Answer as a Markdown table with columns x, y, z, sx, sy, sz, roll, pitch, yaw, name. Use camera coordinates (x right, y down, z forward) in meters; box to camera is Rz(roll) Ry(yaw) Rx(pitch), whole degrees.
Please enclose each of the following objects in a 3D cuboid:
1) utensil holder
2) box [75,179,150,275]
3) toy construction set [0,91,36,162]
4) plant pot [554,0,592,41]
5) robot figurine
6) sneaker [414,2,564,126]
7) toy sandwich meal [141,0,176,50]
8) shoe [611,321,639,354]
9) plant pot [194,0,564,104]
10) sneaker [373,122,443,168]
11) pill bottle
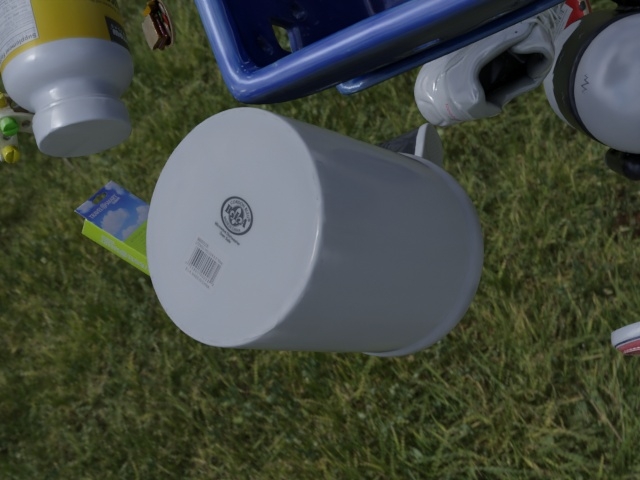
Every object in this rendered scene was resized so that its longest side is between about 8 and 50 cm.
| x | y | z | sx | sy | sz | roll | pitch | yaw | name |
| --- | --- | --- | --- | --- | --- | --- | --- | --- | --- |
| 0.000 | 0.000 | 1.127 | 0.328 | 0.385 | 0.327 | -7 | 79 | 36 | utensil holder |
| -0.304 | -0.016 | 1.311 | 0.178 | 0.042 | 0.109 | 32 | 41 | 3 | box |
| -0.505 | -0.290 | 1.421 | 0.327 | 0.215 | 0.151 | -56 | 51 | 41 | toy construction set |
| 0.354 | -0.361 | 1.357 | 0.191 | 0.191 | 0.174 | -45 | 25 | -11 | plant pot |
| 0.388 | -0.206 | 1.009 | 0.173 | 0.209 | 0.278 | -43 | 11 | 13 | robot figurine |
| 0.201 | -0.200 | 0.780 | 0.232 | 0.090 | 0.115 | -55 | 32 | -5 | sneaker |
| -0.246 | -0.325 | 1.195 | 0.029 | 0.085 | 0.085 | -23 | 43 | -23 | toy sandwich meal |
| 0.392 | 0.117 | 0.805 | 0.178 | 0.063 | 0.081 | -11 | 70 | 21 | shoe |
| 0.045 | -0.232 | 0.540 | 0.236 | 0.212 | 0.235 | -20 | 88 | 23 | plant pot |
| 0.133 | -0.092 | 1.466 | 0.147 | 0.104 | 0.295 | -17 | 37 | 32 | sneaker |
| -0.212 | -0.166 | 0.647 | 0.103 | 0.103 | 0.184 | -19 | 79 | 13 | pill bottle |
